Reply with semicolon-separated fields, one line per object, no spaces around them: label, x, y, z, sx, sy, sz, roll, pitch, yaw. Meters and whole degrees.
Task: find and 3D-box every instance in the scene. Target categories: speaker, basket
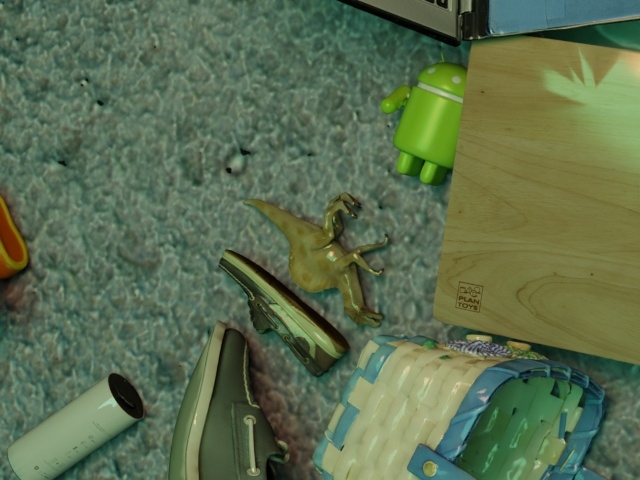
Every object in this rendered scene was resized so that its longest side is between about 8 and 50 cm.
speaker;-0.239;0.187;1.652;0.136;0.055;0.055;-36;76;17
basket;0.158;0.195;1.392;0.289;0.255;0.201;33;101;30

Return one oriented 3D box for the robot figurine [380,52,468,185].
robot figurine;0.107;-0.109;1.521;0.101;0.067;0.115;24;96;23

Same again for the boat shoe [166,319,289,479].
boat shoe;-0.081;0.208;1.512;0.099;0.319;0.116;15;132;-11

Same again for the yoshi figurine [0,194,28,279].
yoshi figurine;-0.491;0.045;1.694;0.362;0.203;0.203;-23;64;21

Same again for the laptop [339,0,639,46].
laptop;0.142;-0.383;1.379;0.236;0.408;0.382;-25;56;50

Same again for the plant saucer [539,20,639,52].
plant saucer;0.278;-0.225;1.463;0.195;0.037;0.195;5;103;24

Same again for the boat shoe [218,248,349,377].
boat shoe;-0.043;0.068;1.579;0.152;0.056;0.049;40;97;17

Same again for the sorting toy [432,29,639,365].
sorting toy;0.247;-0.036;1.439;0.257;0.089;0.255;11;100;23

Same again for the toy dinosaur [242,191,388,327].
toy dinosaur;0.000;0.000;1.567;0.183;0.053;0.092;46;105;16
